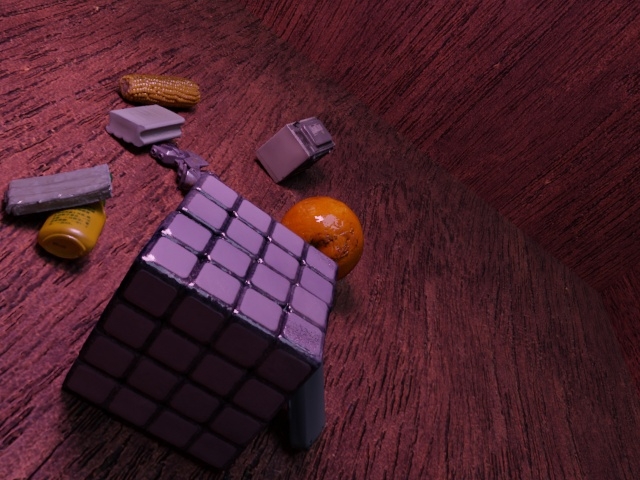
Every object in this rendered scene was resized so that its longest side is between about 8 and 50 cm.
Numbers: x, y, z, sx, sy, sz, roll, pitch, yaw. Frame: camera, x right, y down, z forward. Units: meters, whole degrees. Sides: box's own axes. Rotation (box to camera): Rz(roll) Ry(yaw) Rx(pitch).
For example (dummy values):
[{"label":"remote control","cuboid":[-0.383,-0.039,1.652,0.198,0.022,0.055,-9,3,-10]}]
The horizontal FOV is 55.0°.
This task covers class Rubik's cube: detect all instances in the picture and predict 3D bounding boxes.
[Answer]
[{"label":"Rubik's cube","cuboid":[-0.202,0.142,1.139,0.343,0.344,0.337,33,27,-11]}]

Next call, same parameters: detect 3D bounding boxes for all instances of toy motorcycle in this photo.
[{"label":"toy motorcycle","cuboid":[-0.384,-0.202,1.703,0.215,0.080,0.122,35,28,12]}]

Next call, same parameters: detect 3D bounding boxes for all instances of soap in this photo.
[{"label":"soap","cuboid":[-0.488,-0.325,1.726,0.119,0.066,0.198,25,25,14]}]

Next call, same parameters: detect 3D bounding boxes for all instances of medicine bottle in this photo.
[{"label":"medicine bottle","cuboid":[-0.516,-0.072,1.343,0.111,0.076,0.309,13,33,-11]}]

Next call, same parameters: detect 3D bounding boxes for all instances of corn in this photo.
[{"label":"corn","cuboid":[-0.486,-0.469,1.928,0.101,0.101,0.310,49,27,16]}]

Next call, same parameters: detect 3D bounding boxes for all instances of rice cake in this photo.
[{"label":"rice cake","cuboid":[-0.548,-0.107,1.291,0.211,0.038,0.124,-10,35,-17]}]

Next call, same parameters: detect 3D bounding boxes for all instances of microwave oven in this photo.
[{"label":"microwave oven","cuboid":[-0.075,-0.315,2.109,0.145,0.194,0.240,57,28,-2]}]

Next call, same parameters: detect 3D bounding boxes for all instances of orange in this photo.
[{"label":"orange","cuboid":[0.000,0.000,1.709,0.246,0.246,0.246,30,30,-19]}]

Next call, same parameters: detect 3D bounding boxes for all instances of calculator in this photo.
[{"label":"calculator","cuboid":[-0.029,0.317,1.280,0.141,0.045,0.246,-20,108,-70]}]

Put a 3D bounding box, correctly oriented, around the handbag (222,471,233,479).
[{"label":"handbag","cuboid":[-0.082,0.551,0.901,0.325,0.162,0.327,37,22,-11]}]
